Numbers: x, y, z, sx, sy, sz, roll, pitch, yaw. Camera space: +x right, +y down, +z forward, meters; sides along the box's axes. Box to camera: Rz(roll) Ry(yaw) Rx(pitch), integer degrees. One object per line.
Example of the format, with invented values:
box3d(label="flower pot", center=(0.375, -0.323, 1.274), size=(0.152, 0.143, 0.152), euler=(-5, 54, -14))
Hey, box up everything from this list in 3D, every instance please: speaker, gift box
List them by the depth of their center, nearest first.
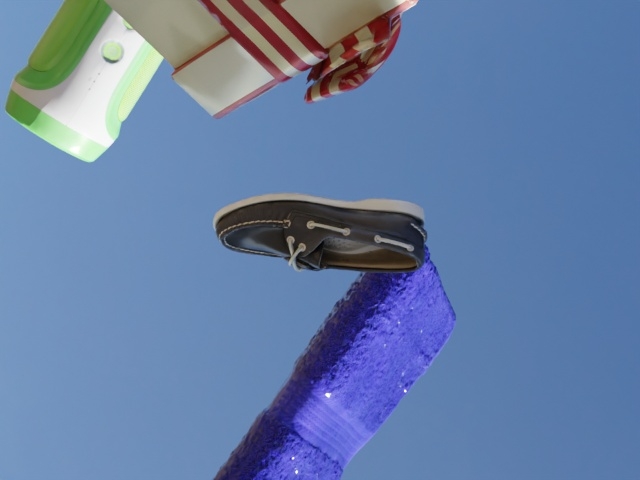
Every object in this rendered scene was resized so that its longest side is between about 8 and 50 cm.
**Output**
box3d(label="gift box", center=(-0.017, -0.244, 0.944), size=(0.276, 0.258, 0.255), euler=(-17, -146, 55))
box3d(label="speaker", center=(-0.205, -0.233, 1.524), size=(0.296, 0.131, 0.131), euler=(-58, -143, 3))

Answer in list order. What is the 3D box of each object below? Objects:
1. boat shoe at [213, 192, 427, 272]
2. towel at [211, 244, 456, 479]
box3d(label="boat shoe", center=(0.000, 0.000, 0.859), size=(0.046, 0.125, 0.038), euler=(103, -13, -58))
box3d(label="towel", center=(0.017, 0.152, 1.347), size=(0.076, 0.227, 0.308), euler=(33, -97, 14))
